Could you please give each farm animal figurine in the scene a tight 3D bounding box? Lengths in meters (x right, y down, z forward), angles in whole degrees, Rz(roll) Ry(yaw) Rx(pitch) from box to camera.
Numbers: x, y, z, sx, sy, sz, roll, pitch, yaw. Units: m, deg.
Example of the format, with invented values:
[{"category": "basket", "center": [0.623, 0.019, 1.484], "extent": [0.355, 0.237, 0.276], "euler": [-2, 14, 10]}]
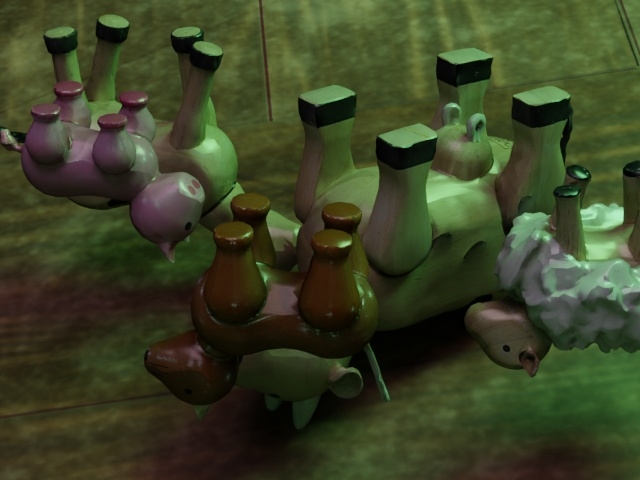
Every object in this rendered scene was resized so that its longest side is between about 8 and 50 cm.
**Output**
[{"category": "farm animal figurine", "center": [0.000, 0.000, 1.062], "extent": [0.327, 0.172, 0.330], "euler": [-8, 30, -18]}]
